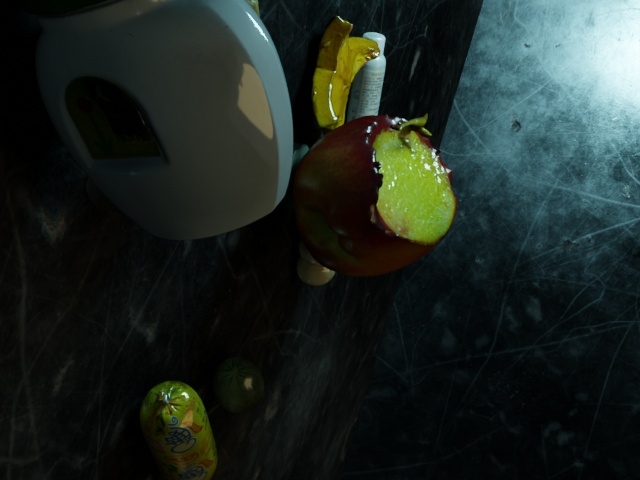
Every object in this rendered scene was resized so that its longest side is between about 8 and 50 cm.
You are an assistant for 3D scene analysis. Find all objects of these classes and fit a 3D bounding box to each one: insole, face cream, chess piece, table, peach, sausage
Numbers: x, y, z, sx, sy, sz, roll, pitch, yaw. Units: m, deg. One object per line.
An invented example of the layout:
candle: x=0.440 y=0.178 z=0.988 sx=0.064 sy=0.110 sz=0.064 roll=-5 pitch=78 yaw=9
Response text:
insole: x=-0.310 y=-0.068 z=1.205 sx=0.153 sy=0.002 sz=0.053 roll=30 pitch=78 yaw=-72
face cream: x=0.118 y=-0.395 z=2.051 sx=0.082 sy=0.082 sz=0.268 roll=-43 pitch=147 yaw=-57
chess piece: x=0.000 y=0.000 z=2.030 sx=0.142 sy=0.143 sz=0.260 roll=-49 pitch=159 yaw=-51
table: x=-0.069 y=-0.153 z=1.782 sx=0.133 sy=0.043 sz=0.133 roll=18 pitch=90 yaw=-72
face cream: x=-0.189 y=-0.188 z=0.947 sx=0.219 sy=0.313 sz=0.356 roll=-53 pitch=135 yaw=-44
peach: x=0.102 y=-0.094 z=1.761 sx=0.335 sy=0.310 sz=0.406 roll=61 pitch=37 yaw=-14
sausage: x=-0.271 y=0.382 z=1.556 sx=0.347 sy=0.123 sz=0.123 roll=86 pitch=27 yaw=-51

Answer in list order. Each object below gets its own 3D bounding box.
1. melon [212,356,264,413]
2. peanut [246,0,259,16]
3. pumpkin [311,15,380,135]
melon: x=-0.181 y=0.322 z=1.784 sx=0.167 sy=0.114 sz=0.114 roll=83 pitch=30 yaw=-53
peanut: x=-0.139 y=-0.334 z=1.320 sx=0.225 sy=0.095 sz=0.108 roll=84 pitch=13 yaw=-45
pumpkin: x=0.046 y=-0.365 z=1.842 sx=0.290 sy=0.095 sz=0.258 roll=-3 pitch=106 yaw=-75
